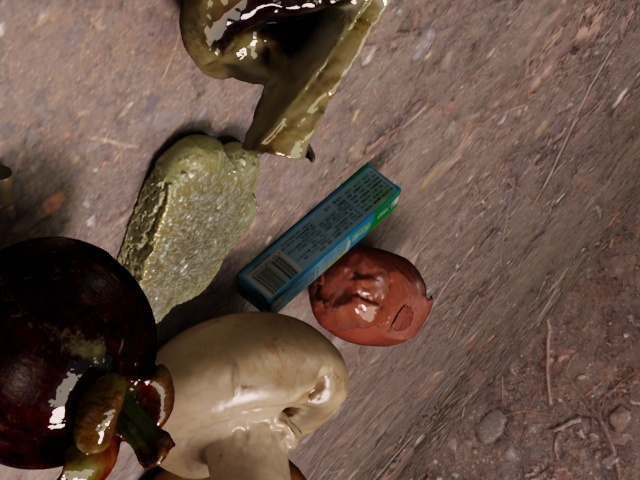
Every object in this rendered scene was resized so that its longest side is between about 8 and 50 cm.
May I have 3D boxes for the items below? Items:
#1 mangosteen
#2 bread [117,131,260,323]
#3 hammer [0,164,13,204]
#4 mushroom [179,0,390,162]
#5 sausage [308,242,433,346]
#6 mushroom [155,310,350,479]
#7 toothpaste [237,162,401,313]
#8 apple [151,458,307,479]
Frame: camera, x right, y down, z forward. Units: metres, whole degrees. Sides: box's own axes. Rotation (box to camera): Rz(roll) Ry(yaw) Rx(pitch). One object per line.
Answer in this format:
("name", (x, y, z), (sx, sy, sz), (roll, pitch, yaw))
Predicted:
("mangosteen", (-0.238, 0.123, 1.289), (0.228, 0.265, 0.228), (-43, 156, -25))
("bread", (-0.145, -0.012, 1.571), (0.207, 0.056, 0.287), (-27, 150, -45))
("hammer", (-0.321, -0.030, 1.222), (0.110, 0.019, 0.035), (-31, 152, -32))
("mushroom", (-0.036, -0.241, 1.335), (0.217, 0.211, 0.292), (-122, -132, -65))
("sausage", (0.075, 0.084, 2.058), (0.152, 0.152, 0.279), (-54, 159, 8))
("mushroom", (-0.085, 0.246, 1.761), (0.292, 0.290, 0.292), (-19, 154, -9))
("toothpaste", (0.000, 0.000, 1.878), (0.266, 0.065, 0.050), (-41, 158, -27))
("apple", (-0.152, 0.432, 2.006), (0.250, 0.277, 0.309), (81, 25, -47))
